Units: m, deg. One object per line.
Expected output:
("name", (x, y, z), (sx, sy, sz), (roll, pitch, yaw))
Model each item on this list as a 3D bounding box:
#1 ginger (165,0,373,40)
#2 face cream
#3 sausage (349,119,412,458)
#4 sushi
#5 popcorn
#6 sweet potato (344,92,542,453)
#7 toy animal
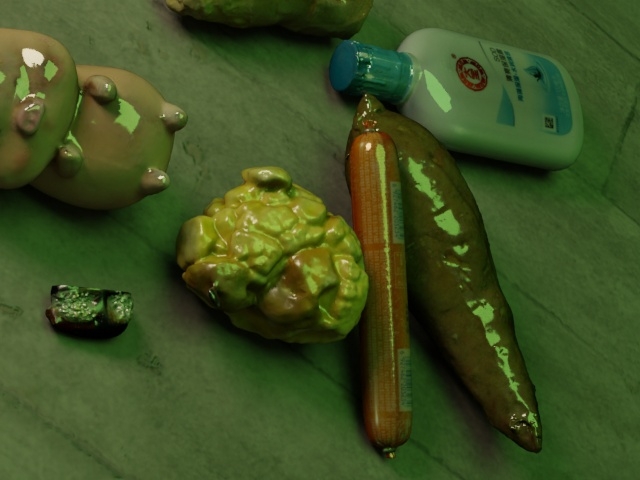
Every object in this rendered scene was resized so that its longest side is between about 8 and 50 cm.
("ginger", (-0.057, -0.293, 1.637), (0.263, 0.109, 0.116), (3, 35, -34))
("face cream", (0.165, -0.179, 1.741), (0.337, 0.080, 0.163), (9, 59, -31))
("sausage", (0.063, 0.048, 1.489), (0.053, 0.053, 0.347), (0, 85, -35))
("sushi", (-0.217, 0.069, 1.362), (0.083, 0.044, 0.046), (7, 82, -30))
("popcorn", (-0.048, 0.017, 1.443), (0.194, 0.140, 0.163), (12, 66, -19))
("sweet potato", (0.135, 0.036, 1.567), (0.130, 0.130, 0.422), (-17, 79, -40))
("toy animal", (-0.256, -0.118, 1.360), (0.250, 0.154, 0.166), (21, 76, -30))
